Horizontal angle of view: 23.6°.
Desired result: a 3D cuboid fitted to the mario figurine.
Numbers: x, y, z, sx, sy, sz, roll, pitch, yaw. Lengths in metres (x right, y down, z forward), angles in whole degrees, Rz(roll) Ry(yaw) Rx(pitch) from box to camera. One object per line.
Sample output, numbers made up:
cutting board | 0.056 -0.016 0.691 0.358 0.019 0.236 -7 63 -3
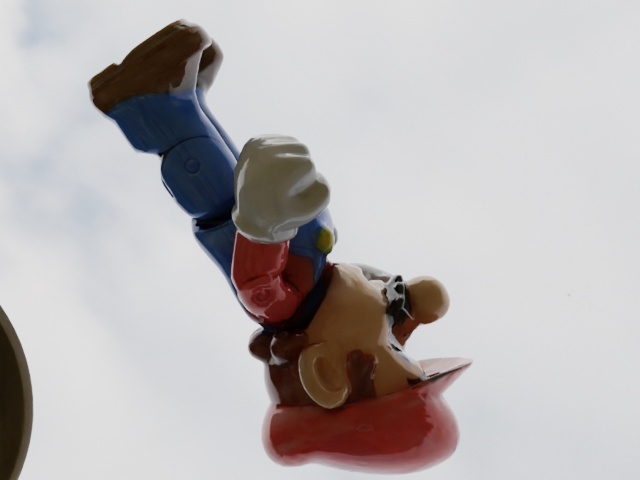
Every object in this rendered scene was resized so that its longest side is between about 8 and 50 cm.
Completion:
mario figurine | 0.000 0.000 0.969 0.170 0.198 0.320 -30 -85 38

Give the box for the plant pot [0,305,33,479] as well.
plant pot | -0.350 0.083 1.088 0.256 0.274 0.256 -4 -76 -17
